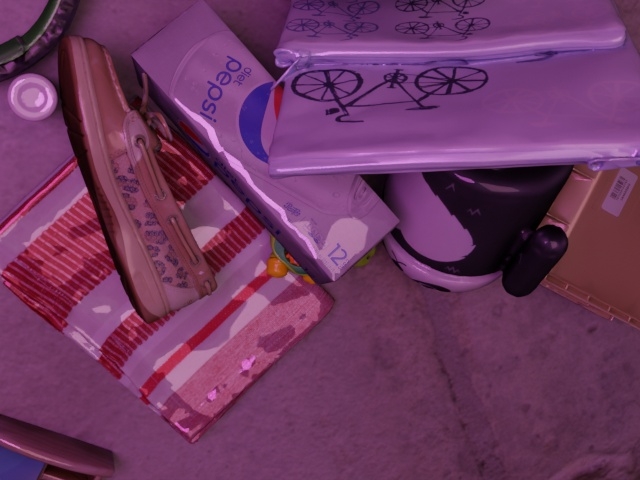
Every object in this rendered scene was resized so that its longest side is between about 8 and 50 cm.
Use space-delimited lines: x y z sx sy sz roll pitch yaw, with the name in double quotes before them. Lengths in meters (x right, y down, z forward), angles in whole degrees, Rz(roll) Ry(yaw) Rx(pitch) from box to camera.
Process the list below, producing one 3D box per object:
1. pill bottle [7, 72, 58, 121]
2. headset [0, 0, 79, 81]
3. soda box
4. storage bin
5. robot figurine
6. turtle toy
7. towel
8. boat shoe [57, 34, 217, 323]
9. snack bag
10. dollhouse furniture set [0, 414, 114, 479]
"pill bottle" -0.271 -0.137 0.699 0.043 0.083 0.043 -5 104 -19
"headset" -0.348 -0.304 0.579 0.243 0.185 0.394 -31 122 -11
"soda box" -0.056 -0.090 0.730 0.091 0.098 0.286 -42 92 -11
"storage bin" 0.371 -0.044 0.929 0.260 0.123 0.262 25 94 -22
"robot figurine" 0.156 -0.062 0.777 0.173 0.209 0.278 9 145 -3
"turtle toy" 0.000 0.000 0.822 0.130 0.066 0.095 13 78 -33
"towel" -0.166 0.043 0.806 0.237 0.037 0.329 -45 112 -6
"boat shoe" -0.179 -0.061 0.718 0.089 0.104 0.285 -21 116 -20
"snack bag" 0.114 -0.165 0.655 0.323 0.342 0.037 -1 131 8
"dollhouse furniture set" -0.252 0.353 0.703 0.286 0.303 0.198 27 93 -23
